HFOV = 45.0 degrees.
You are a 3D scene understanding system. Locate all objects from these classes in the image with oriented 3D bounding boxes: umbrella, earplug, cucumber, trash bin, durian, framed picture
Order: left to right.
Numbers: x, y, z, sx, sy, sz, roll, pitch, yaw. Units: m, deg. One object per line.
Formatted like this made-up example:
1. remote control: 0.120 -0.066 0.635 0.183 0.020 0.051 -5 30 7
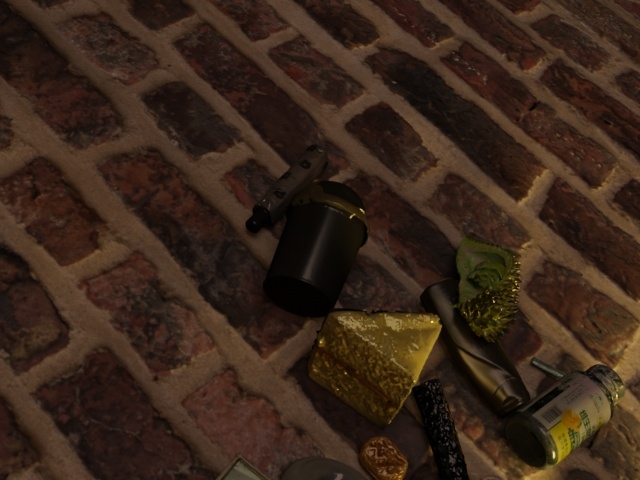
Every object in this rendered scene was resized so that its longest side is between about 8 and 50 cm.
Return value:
1. framed picture: -0.177 0.545 1.556 0.136 0.010 0.201 36 55 13
2. umbrella: -0.085 -0.134 2.014 0.067 0.073 0.337 11 47 34
3. earplug: -0.004 0.562 1.504 0.214 0.175 0.325 21 44 6
4. trash bin: 0.000 0.000 1.857 0.214 0.214 0.334 22 56 1
5. cucumber: 0.272 0.445 1.704 0.072 0.072 0.300 -3 57 -16
6. durian: 0.405 0.123 1.897 0.169 0.157 0.355 9 30 10

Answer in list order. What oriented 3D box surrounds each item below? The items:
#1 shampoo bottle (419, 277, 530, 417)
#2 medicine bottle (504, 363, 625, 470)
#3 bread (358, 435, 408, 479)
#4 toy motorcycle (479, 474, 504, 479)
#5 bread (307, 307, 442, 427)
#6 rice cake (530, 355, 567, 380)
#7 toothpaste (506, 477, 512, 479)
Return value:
1. shampoo bottle: 0.370 0.254 1.853 0.126 0.084 0.350 -14 61 -30
2. medicine bottle: 0.567 0.393 1.769 0.293 0.141 0.141 -27 66 -29
3. bread: 0.134 0.475 1.664 0.083 0.044 0.111 -37 69 -28
4. toy motorcycle: 0.389 0.617 1.607 0.112 0.112 0.254 -15 62 -23
5. bread: 0.108 0.233 1.694 0.236 0.263 0.198 28 51 7
6. rice cake: 0.572 0.322 1.894 0.121 0.021 0.022 29 64 6
7. toothpaste: 0.460 0.612 1.655 0.064 0.041 0.218 -24 67 -13
